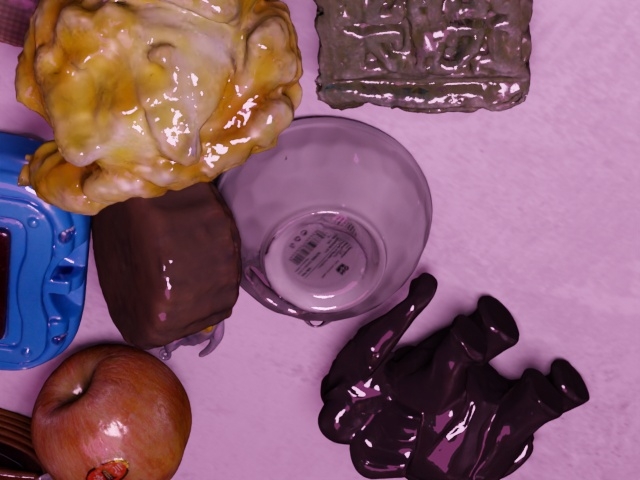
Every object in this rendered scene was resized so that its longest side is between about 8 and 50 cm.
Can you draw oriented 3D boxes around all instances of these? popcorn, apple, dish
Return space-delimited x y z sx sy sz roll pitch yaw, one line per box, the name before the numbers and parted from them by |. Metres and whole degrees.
popcorn | -0.184 -0.183 1.571 0.335 0.274 0.279 -5 123 9
apple | -0.272 0.242 1.924 0.211 0.211 0.188 -25 123 21
dish | 0.000 0.000 1.760 0.303 0.120 0.303 -1 121 -2

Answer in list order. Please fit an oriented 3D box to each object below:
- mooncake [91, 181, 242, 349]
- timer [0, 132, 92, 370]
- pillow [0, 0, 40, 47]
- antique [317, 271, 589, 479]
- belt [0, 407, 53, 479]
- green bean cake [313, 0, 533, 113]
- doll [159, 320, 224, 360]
mooncake | -0.186 0.011 1.750 0.124 0.228 0.228 -13 131 -27
timer | -0.449 0.016 1.840 0.309 0.115 0.340 8 126 -4
pillow | -0.330 -0.307 1.643 0.135 0.034 0.211 17 124 -3
antique | 0.159 0.208 1.873 0.255 0.185 0.322 -37 118 26
belt | -0.484 0.332 2.003 0.338 0.217 0.122 14 126 -7
green bean cake | 0.110 -0.257 1.581 0.241 0.132 0.255 -1 125 2
doll | -0.160 0.080 1.888 0.104 0.062 0.195 18 117 -29
